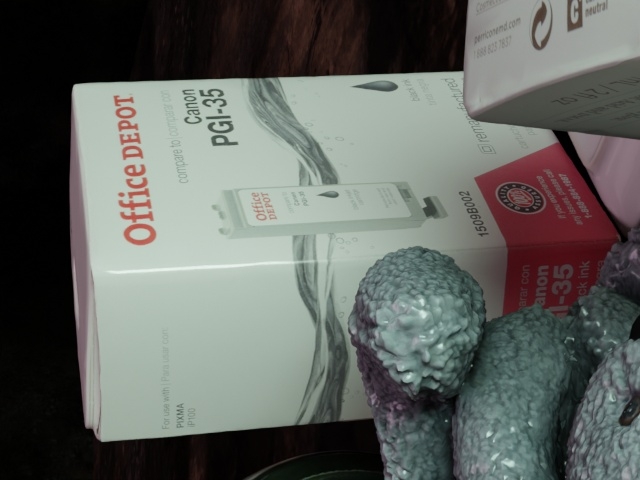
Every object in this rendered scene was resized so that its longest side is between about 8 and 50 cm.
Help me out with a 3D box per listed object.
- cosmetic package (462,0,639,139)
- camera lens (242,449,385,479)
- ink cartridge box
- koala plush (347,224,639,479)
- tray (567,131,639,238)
[{"bbox_3d":[0.163,-0.114,0.493,0.151,0.183,0.152,173,102,-74],"label":"cosmetic package"},{"bbox_3d":[0.004,0.280,0.873,0.219,0.219,0.274,-102,23,-45],"label":"camera lens"},{"bbox_3d":[0.000,0.000,0.836,0.207,0.282,0.117,-109,19,-54],"label":"ink cartridge box"},{"bbox_3d":[0.135,0.098,0.564,0.221,0.196,0.203,-177,80,-74],"label":"koala plush"},{"bbox_3d":[0.151,-0.140,0.830,0.270,0.030,0.145,-104,25,-48],"label":"tray"}]
